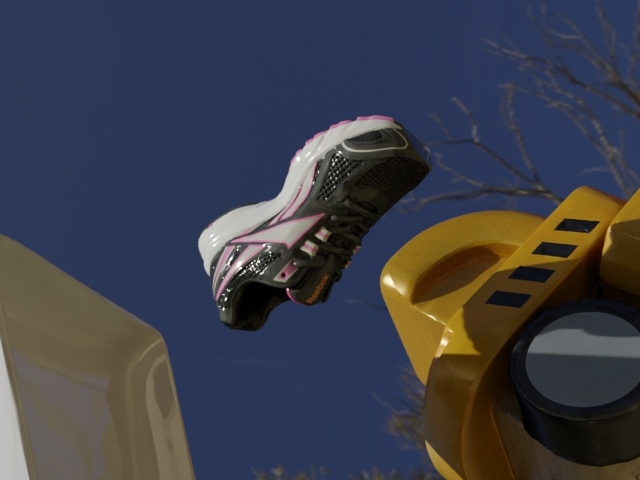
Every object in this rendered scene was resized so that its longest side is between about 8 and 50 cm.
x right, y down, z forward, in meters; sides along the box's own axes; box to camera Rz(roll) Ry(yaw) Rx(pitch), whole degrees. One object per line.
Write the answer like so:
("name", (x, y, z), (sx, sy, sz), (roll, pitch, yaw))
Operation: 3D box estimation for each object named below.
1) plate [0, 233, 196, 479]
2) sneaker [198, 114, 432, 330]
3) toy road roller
("plate", (-0.111, 0.160, 0.561), (0.045, 0.277, 0.278), (-15, -107, 5))
("sneaker", (0.000, 0.000, 0.649), (0.072, 0.178, 0.077), (21, -135, -36))
("toy road roller", (0.196, 0.044, 0.762), (0.329, 0.241, 0.202), (-43, -45, -20))
